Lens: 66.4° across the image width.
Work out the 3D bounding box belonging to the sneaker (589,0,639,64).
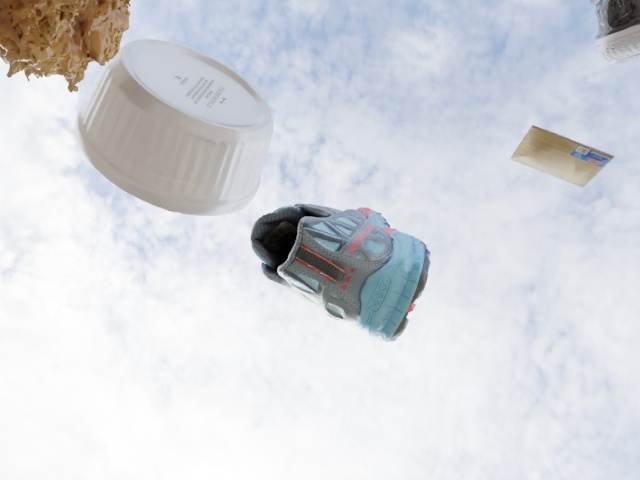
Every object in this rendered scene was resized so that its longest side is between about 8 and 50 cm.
[{"bbox_3d":[0.500,-0.370,0.776,0.101,0.268,0.153,-5,-79,41],"label":"sneaker"}]

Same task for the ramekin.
[{"bbox_3d":[-0.192,-0.171,0.694,0.272,0.273,0.127,38,-57,6],"label":"ramekin"}]

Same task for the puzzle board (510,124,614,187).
[{"bbox_3d":[0.382,-0.135,0.781,0.128,0.096,0.011,24,-110,10],"label":"puzzle board"}]

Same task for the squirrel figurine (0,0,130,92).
[{"bbox_3d":[-0.247,-0.336,0.404,0.397,0.370,0.281,125,-41,-53],"label":"squirrel figurine"}]

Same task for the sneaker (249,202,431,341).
[{"bbox_3d":[0.000,0.000,0.445,0.125,0.262,0.104,24,-91,-12],"label":"sneaker"}]
